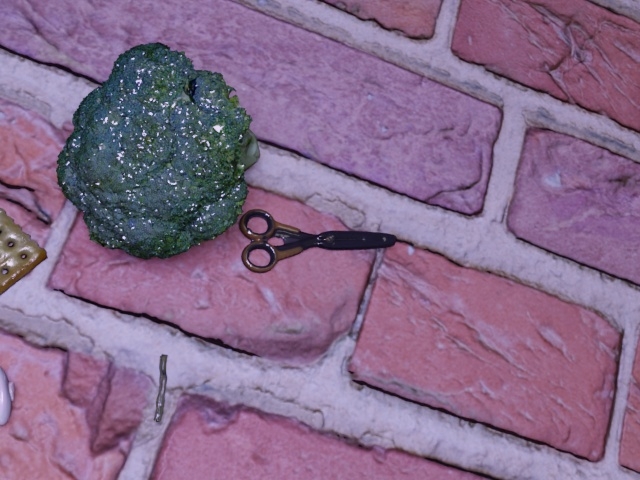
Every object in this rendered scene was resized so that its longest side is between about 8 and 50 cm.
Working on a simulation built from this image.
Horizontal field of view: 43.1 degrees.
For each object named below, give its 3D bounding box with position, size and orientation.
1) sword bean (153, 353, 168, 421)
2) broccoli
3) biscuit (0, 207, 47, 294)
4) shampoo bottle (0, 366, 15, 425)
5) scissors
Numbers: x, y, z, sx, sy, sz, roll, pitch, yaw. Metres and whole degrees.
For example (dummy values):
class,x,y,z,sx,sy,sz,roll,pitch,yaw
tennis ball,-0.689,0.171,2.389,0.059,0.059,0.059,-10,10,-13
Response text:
class,x,y,z,sx,sy,sz,roll,pitch,yaw
sword bean,-0.192,0.178,0.977,0.012,0.012,0.083,7,68,-15
broccoli,-0.183,-0.109,0.974,0.270,0.270,0.269,-16,74,-58
biscuit,-0.457,-0.019,0.965,0.231,0.016,0.139,44,64,1
shampoo bottle,-0.390,0.177,0.899,0.099,0.043,0.072,-9,75,-20
scissors,0.000,0.000,1.096,0.220,0.017,0.088,0,71,-17
